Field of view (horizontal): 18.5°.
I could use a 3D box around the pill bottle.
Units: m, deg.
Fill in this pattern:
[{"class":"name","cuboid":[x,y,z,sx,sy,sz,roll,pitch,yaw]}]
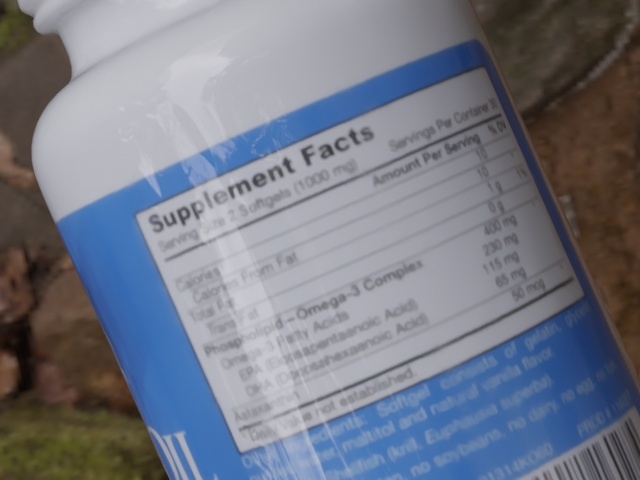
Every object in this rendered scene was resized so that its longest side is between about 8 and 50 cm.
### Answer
[{"class":"pill bottle","cuboid":[0.000,0.000,0.512,0.124,0.124,0.221,-24,90,38]}]
